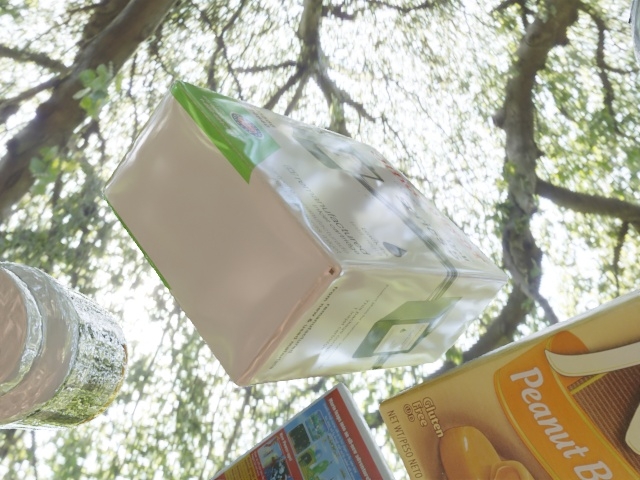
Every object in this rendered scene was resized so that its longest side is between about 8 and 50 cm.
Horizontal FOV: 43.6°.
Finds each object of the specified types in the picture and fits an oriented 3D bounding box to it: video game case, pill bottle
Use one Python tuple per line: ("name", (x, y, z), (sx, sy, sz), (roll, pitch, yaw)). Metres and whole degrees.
("video game case", (-0.057, 0.293, 0.827), (0.285, 0.204, 0.025), (-37, -60, 3))
("pill bottle", (-0.311, 0.112, 0.828), (0.162, 0.278, 0.162), (-1, -105, 3))

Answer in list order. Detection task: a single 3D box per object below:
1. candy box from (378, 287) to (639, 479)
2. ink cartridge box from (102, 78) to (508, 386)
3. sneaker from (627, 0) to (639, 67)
("candy box", (0.193, 0.117, 0.427), (0.316, 0.087, 0.183), (-35, -104, 43))
("ink cartridge box", (0.000, 0.000, 0.638), (0.198, 0.273, 0.115), (48, -68, 27))
("sneaker", (0.247, -0.152, 0.236), (0.343, 0.146, 0.134), (-30, -59, 22))
